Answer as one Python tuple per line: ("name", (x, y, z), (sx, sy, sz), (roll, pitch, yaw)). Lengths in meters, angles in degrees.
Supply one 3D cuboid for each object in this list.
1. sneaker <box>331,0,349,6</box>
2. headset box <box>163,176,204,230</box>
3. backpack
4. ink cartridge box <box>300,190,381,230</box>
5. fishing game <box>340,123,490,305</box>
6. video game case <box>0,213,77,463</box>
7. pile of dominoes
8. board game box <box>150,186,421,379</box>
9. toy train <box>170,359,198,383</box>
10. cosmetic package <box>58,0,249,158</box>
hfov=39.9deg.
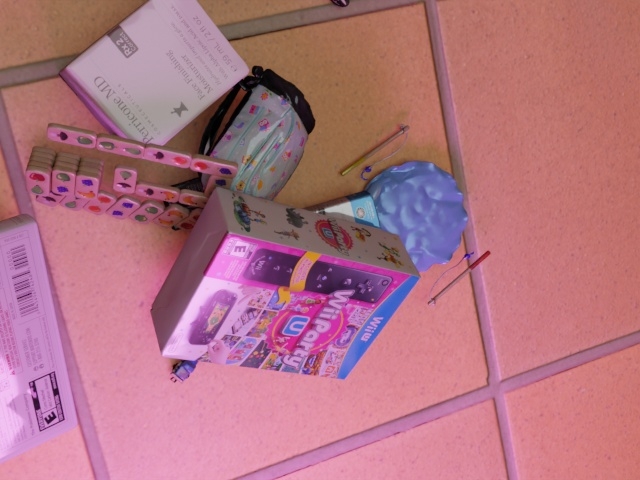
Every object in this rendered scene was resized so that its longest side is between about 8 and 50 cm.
("sneaker", (0.016, -0.396, 1.297), (0.044, 0.040, 0.109), (-39, 109, -15))
("headset box", (-0.181, -0.056, 1.268), (0.083, 0.032, 0.062), (-18, 103, -17))
("backpack", (-0.087, -0.127, 1.214), (0.115, 0.152, 0.182), (30, 80, 21))
("ink cartridge box", (0.000, 0.000, 1.318), (0.180, 0.060, 0.104), (-16, 103, -4))
("fishing game", (0.143, -0.033, 1.395), (0.189, 0.041, 0.264), (-41, 102, -11))
("video game case", (-0.467, 0.161, 1.088), (0.300, 0.036, 0.329), (-23, 125, -35))
("pile of dominoes", (-0.249, -0.061, 1.141), (0.251, 0.196, 0.040), (12, 60, -12))
("board game box", (-0.049, 0.071, 1.220), (0.303, 0.097, 0.224), (12, 124, -32))
("toy train", (-0.165, 0.147, 1.297), (0.027, 0.036, 0.158), (42, 81, -21))
("cosmetic package", (-0.223, -0.222, 1.165), (0.184, 0.151, 0.151), (-43, 108, -11))
